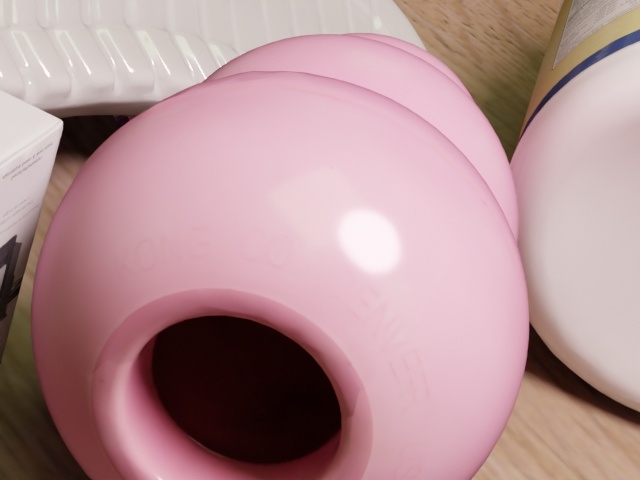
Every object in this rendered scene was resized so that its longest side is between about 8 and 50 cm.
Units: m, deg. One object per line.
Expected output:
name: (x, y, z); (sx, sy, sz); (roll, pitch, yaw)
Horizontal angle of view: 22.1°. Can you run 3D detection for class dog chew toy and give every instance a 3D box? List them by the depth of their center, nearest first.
dog chew toy: (0.000, 0.000, 0.756); (0.207, 0.206, 0.332); (22, 26, 3)

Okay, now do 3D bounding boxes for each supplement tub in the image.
supplement tub: (0.234, -0.068, 0.922); (0.228, 0.228, 0.316); (22, 35, 3)

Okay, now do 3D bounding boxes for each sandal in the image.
sandal: (-0.099, -0.115, 0.920); (0.416, 0.102, 0.169); (4, 61, -44)

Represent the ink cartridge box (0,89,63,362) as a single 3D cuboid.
ink cartridge box: (-0.184, -0.001, 0.695); (0.109, 0.150, 0.063); (27, 31, 9)
